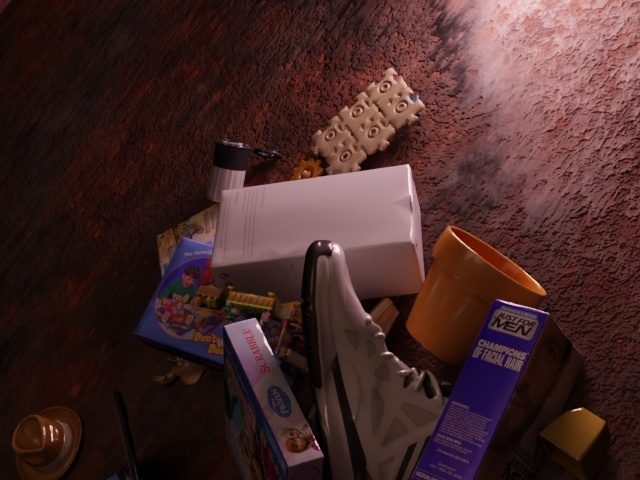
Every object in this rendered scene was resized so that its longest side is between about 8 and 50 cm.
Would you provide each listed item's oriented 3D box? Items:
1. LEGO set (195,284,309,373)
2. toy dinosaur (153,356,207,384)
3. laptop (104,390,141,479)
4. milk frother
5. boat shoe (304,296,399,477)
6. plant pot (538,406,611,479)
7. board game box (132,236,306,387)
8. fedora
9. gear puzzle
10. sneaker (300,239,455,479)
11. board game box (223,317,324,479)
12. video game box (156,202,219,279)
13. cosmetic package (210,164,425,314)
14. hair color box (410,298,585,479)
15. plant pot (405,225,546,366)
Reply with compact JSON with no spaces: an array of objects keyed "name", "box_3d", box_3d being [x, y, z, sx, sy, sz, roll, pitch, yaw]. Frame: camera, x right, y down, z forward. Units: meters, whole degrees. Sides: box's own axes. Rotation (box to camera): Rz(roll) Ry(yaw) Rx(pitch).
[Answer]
[{"name":"LEGO set","box_3d":[-0.097,0.167,1.810,0.132,0.287,0.107,138,152,-63]},{"name":"toy dinosaur","box_3d":[-0.264,0.254,2.078,0.183,0.053,0.092,-18,66,23]},{"name":"laptop","box_3d":[-0.431,0.571,1.850,0.236,0.408,0.382,-12,47,-14]},{"name":"milk frother","box_3d":[-0.173,-0.152,2.249,0.143,0.129,0.134,14,103,12]},{"name":"boat shoe","box_3d":[0.063,0.266,1.802,0.110,0.121,0.341,29,83,5]},{"name":"plant pot","box_3d":[0.405,0.310,1.547,0.083,0.081,0.081,-44,45,-12]},{"name":"board game box","box_3d":[-0.177,0.146,2.014,0.347,0.078,0.233,15,69,28]},{"name":"fedora","box_3d":[-0.610,0.437,2.162,0.194,0.079,0.194,-17,53,24]},{"name":"gear puzzle","box_3d":[0.073,-0.213,2.158,0.339,0.044,0.175,-41,48,9]},{"name":"sneaker","box_3d":[0.109,0.209,1.678,0.258,0.169,0.447,-8,92,-4]},{"name":"board game box","box_3d":[-0.088,0.354,1.707,0.066,0.318,0.318,-13,43,-18]},{"name":"video game box","box_3d":[-0.274,0.035,2.224,0.187,0.048,0.205,-26,49,15]},{"name":"cosmetic package","box_3d":[0.000,0.000,1.896,0.385,0.156,0.217,-5,47,10]},{"name":"hair color box","box_3d":[0.283,0.287,1.572,0.110,0.185,0.338,13,70,39]},{"name":"plant pot","box_3d":[0.252,0.108,1.721,0.188,0.205,0.205,-56,45,12]}]
